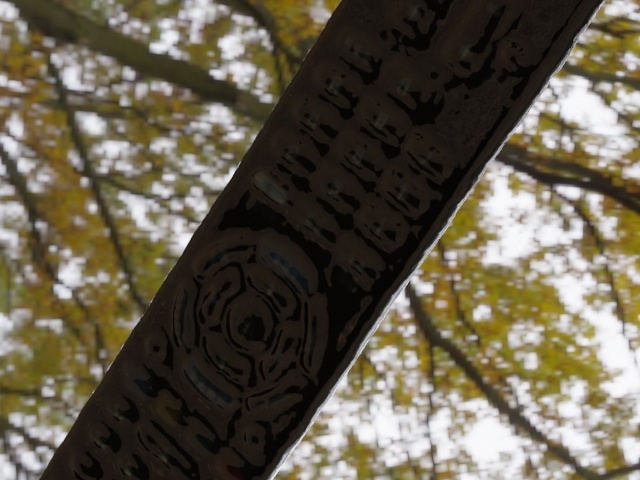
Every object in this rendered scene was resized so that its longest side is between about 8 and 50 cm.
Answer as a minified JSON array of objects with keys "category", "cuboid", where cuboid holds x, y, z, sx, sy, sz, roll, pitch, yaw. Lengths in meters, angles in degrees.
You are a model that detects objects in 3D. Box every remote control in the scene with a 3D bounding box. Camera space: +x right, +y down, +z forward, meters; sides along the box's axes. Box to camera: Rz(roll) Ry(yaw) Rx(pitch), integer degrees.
[{"category":"remote control","cuboid":[0.000,0.000,0.409,0.063,0.025,0.245,43,-70,26]}]
